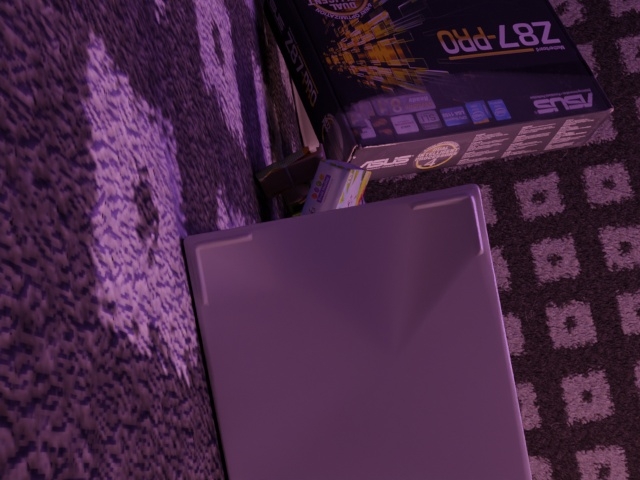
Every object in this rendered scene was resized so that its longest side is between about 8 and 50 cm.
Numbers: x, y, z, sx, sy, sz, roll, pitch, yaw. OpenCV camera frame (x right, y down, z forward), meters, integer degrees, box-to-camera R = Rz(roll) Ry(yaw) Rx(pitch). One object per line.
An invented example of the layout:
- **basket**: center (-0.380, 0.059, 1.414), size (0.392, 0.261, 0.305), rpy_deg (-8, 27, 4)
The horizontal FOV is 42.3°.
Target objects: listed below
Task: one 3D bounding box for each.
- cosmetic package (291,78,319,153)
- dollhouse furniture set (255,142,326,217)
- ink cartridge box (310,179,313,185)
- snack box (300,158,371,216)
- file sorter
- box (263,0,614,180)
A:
- **cosmetic package**: center (0.153, -0.336, 1.471), size (0.329, 0.394, 0.327), rpy_deg (2, 78, -84)
- **dollhouse furniture set**: center (-0.030, -0.078, 0.913), size (0.151, 0.076, 0.058), rpy_deg (67, 1, -71)
- **ink cartridge box**: center (0.000, 0.000, 1.064), size (0.224, 0.056, 0.181), rpy_deg (58, 23, -79)
- **snack box**: center (0.004, -0.014, 0.870), size (0.141, 0.037, 0.100), rpy_deg (-70, 166, 9)
- **file sorter**: center (0.035, 0.115, 0.613), size (0.173, 0.193, 0.277), rpy_deg (-23, 103, -87)
- **box**: center (0.154, -0.251, 1.131), size (0.097, 0.395, 0.318), rpy_deg (117, -42, -58)
